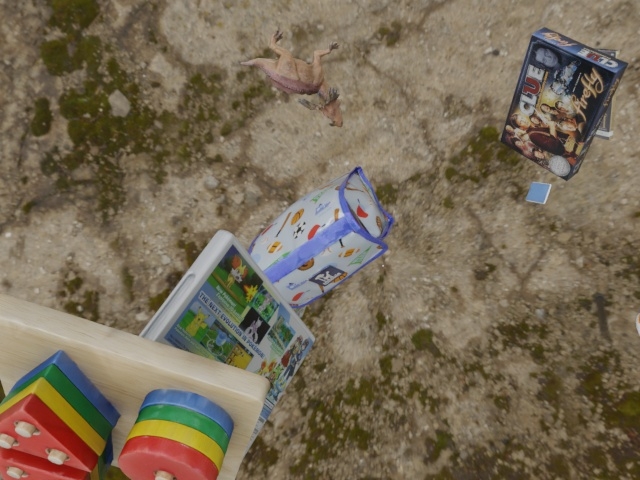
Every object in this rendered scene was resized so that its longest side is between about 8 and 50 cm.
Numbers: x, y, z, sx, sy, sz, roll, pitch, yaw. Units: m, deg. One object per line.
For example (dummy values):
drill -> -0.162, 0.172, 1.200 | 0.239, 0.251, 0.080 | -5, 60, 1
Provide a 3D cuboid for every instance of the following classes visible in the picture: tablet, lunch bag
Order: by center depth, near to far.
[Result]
lunch bag -> 0.000, 0.000, 1.378 | 0.327, 0.385, 0.239 | -34, 94, 18
tablet -> 0.584, -0.128, 1.429 | 0.006, 0.083, 0.054 | 15, 97, -15

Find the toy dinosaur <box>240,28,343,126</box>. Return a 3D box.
toy dinosaur -> -0.059, -0.416, 1.380 | 0.295, 0.127, 0.201 | 10, 65, -14

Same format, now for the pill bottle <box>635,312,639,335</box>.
pill bottle -> 0.935, 0.222, 1.416 | 0.086, 0.152, 0.086 | 12, 68, -33

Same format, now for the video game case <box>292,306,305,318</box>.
video game case -> -0.078, 0.206, 1.567 | 0.015, 0.166, 0.119 | 38, 50, 17

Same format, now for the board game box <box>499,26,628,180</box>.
board game box -> 0.442, -0.249, 1.000 | 0.042, 0.243, 0.165 | -34, 56, -24

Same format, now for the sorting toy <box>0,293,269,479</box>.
sorting toy -> -0.205, 0.198, 0.530 | 0.256, 0.090, 0.256 | 18, 134, -2

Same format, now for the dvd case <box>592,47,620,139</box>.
dvd case -> 0.690, -0.382, 1.380 | 0.018, 0.164, 0.222 | -21, 119, -17

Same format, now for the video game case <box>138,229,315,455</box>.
video game case -> -0.152, 0.196, 0.813 | 0.036, 0.329, 0.300 | 17, 63, 35
